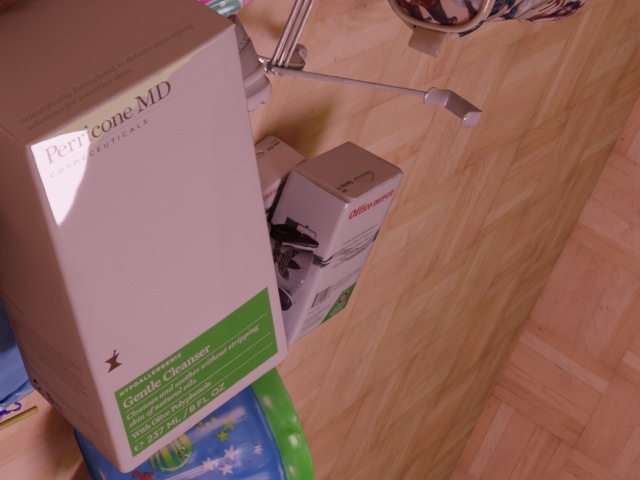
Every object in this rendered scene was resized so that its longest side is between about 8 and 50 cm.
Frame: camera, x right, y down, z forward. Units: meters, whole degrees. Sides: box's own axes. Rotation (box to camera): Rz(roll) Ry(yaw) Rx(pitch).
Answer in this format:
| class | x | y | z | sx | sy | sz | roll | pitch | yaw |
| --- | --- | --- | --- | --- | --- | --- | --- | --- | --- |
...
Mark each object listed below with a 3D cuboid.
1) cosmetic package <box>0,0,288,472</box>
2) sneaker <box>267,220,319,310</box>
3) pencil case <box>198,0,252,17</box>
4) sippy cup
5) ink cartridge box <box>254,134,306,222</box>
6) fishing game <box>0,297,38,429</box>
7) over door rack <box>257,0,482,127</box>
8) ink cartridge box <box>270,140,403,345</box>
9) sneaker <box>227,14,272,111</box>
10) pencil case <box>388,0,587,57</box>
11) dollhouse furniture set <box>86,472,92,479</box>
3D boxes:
| class | x | y | z | sx | sy | sz | roll | pitch | yaw |
| --- | --- | --- | --- | --- | --- | --- | --- | --- | --- |
| cosmetic package | -0.160 | -0.015 | 1.173 | 0.197 | 0.155 | 0.366 | -35 | 141 | -25 |
| sneaker | -0.084 | -0.002 | 1.557 | 0.268 | 0.153 | 0.101 | 66 | 48 | -80 |
| pencil case | -0.093 | -0.307 | 1.161 | 0.124 | 0.124 | 0.284 | -44 | 158 | -34 |
| sippy cup | -0.156 | 0.223 | 1.666 | 0.224 | 0.240 | 0.306 | -24 | 109 | -15 |
| ink cartridge box | -0.074 | -0.041 | 1.720 | 0.099 | 0.056 | 0.135 | -42 | 156 | -38 |
| fishing game | -0.291 | 0.094 | 1.317 | 0.189 | 0.041 | 0.264 | -29 | 152 | -34 |
| over door rack | 0.073 | -0.267 | 1.532 | 0.324 | 0.108 | 0.240 | 10 | 115 | -36 |
| ink cartridge box | 0.000 | 0.000 | 1.742 | 0.153 | 0.086 | 0.208 | -29 | 147 | -57 |
| sneaker | -0.170 | -0.136 | 1.326 | 0.281 | 0.105 | 0.115 | -34 | 117 | -41 |
| pencil case | 0.216 | -0.338 | 1.806 | 0.410 | 0.160 | 0.184 | -21 | 139 | -60 |
| dollhouse furniture set | -0.245 | 0.330 | 1.880 | 0.303 | 0.198 | 0.287 | 25 | 75 | -41 |
